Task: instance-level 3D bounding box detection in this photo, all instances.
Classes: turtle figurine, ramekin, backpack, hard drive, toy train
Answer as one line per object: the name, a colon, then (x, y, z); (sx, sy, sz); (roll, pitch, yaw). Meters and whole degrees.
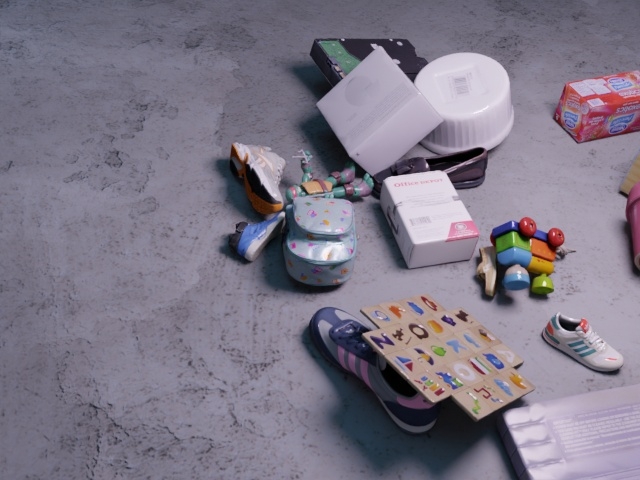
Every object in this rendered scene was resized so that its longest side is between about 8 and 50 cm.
turtle figurine: (-0.001, -0.131, 1.568); (0.234, 0.118, 0.175); (-11, 56, -33)
ramekin: (0.371, -0.368, 1.762); (0.277, 0.135, 0.277); (-7, 54, 10)
backpack: (0.000, 0.000, 1.425); (0.166, 0.144, 0.188); (5, 49, -7)
hard drive: (0.166, -0.486, 1.902); (0.339, 0.064, 0.237); (-10, 53, -32)
toy train: (0.485, 0.053, 1.447); (0.248, 0.105, 0.143); (17, 64, -28)

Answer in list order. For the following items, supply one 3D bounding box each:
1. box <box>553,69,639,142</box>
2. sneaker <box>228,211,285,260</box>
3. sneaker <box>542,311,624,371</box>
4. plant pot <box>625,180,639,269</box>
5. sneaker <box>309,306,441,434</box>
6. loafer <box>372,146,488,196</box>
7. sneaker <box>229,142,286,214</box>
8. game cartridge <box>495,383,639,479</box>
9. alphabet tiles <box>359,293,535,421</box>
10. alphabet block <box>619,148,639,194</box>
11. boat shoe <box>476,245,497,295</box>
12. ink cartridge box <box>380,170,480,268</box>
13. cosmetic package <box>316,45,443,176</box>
box: (0.804, -0.374, 1.855); (0.257, 0.122, 0.128); (-13, 49, -16)
sneaker: (-0.145, -0.027, 1.496); (0.085, 0.058, 0.152); (31, 58, 13)
sneaker: (0.523, 0.197, 1.315); (0.161, 0.075, 0.057); (28, 51, 22)
plant pot: (0.777, -0.021, 1.478); (0.201, 0.201, 0.180); (17, 63, 12)
sneaker: (0.102, 0.207, 1.236); (0.112, 0.131, 0.319); (-34, 57, -29)
loafer: (0.270, -0.178, 1.646); (0.303, 0.095, 0.109); (-9, 47, -12)
sneaker: (-0.126, -0.161, 1.597); (0.121, 0.099, 0.262); (-10, 43, -23)
game cartridge: (0.510, 0.372, 1.160); (0.355, 0.068, 0.230); (-7, 43, -10)
alphabet tiles: (0.235, 0.201, 1.227); (0.343, 0.011, 0.285); (-5, 39, -49)
alphabet block: (0.889, -0.176, 1.618); (0.192, 0.193, 0.197); (-31, 56, -31)
boat shoe: (0.363, 0.067, 1.454); (0.045, 0.050, 0.135); (0, 43, 16)
ink cartridge box: (0.243, -0.052, 1.525); (0.159, 0.092, 0.218); (-8, 49, -11)
cosmetic package: (0.145, -0.321, 1.676); (0.224, 0.138, 0.224); (-40, 48, 15)
